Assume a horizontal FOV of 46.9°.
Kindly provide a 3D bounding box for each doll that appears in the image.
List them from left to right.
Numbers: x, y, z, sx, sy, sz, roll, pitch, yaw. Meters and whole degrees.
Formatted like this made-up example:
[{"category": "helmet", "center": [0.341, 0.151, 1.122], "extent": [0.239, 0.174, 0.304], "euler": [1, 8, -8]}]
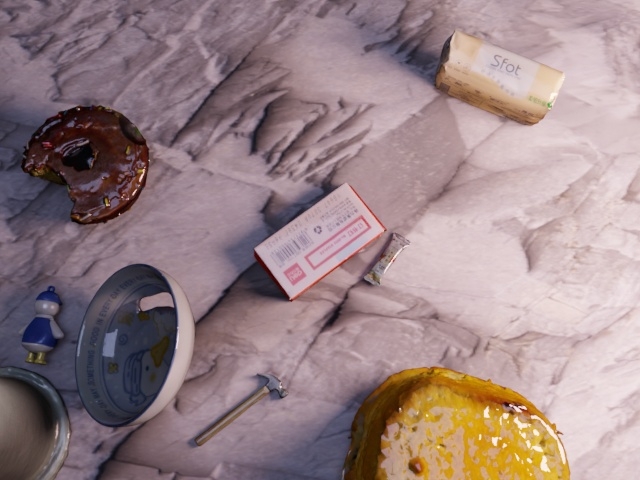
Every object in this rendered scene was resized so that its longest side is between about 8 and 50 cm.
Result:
[{"category": "doll", "center": [-0.498, 0.151, 1.325], "extent": [0.098, 0.057, 0.143], "euler": [-1, 73, 21]}]

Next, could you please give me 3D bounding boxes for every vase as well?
[{"category": "vase", "center": [-0.557, 0.314, 1.164], "extent": [0.245, 0.291, 0.245], "euler": [0, 77, 0]}]

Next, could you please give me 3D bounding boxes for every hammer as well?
[{"category": "hammer", "center": [-0.147, 0.300, 1.304], "extent": [0.182, 0.017, 0.062], "euler": [-35, 78, -8]}]

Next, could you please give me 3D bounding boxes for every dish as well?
[{"category": "dish", "center": [-0.290, 0.185, 1.275], "extent": [0.273, 0.133, 0.273], "euler": [-13, 69, 36]}]

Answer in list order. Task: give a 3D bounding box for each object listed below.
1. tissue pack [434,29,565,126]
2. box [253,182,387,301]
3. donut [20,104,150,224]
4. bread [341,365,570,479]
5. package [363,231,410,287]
[{"category": "tissue pack", "center": [0.323, -0.297, 1.373], "extent": [0.222, 0.186, 0.090], "euler": [25, 89, 6]}, {"category": "box", "center": [0.000, 0.000, 1.365], "extent": [0.229, 0.050, 0.123], "euler": [-37, 80, -9]}, {"category": "donut", "center": [-0.428, -0.141, 1.380], "extent": [0.230, 0.096, 0.216], "euler": [32, 75, 8]}, {"category": "bread", "center": [0.217, 0.370, 1.192], "extent": [0.358, 0.204, 0.337], "euler": [13, 71, 5]}, {"category": "package", "center": [0.124, 0.036, 1.373], "extent": [0.037, 0.015, 0.110], "euler": [33, 76, 14]}]
